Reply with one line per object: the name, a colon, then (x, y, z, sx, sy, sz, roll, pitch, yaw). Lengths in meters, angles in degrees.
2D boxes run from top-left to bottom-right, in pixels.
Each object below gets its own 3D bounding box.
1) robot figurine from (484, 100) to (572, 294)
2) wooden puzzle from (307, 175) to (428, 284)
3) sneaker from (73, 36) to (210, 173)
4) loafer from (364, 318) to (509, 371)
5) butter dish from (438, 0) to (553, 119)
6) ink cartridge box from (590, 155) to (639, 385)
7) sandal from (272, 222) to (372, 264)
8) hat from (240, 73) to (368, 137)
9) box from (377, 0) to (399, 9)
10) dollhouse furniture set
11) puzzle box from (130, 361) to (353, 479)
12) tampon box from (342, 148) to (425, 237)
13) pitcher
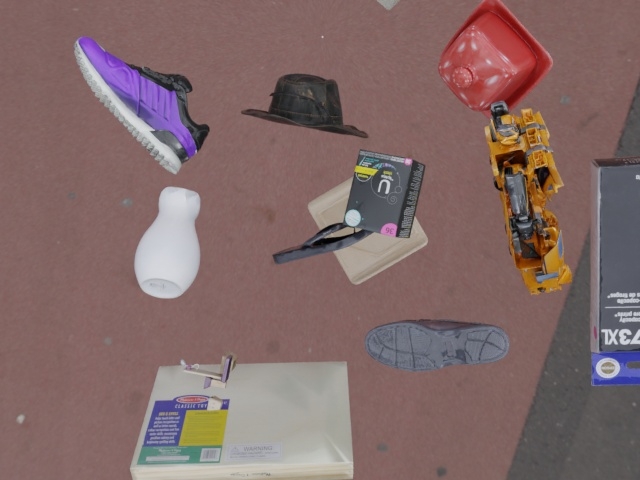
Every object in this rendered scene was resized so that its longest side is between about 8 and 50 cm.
robot figurine: (0.295, -0.061, 0.917, 0.085, 0.211, 0.291, -12, 140, 16)
wooden puzzle: (0.117, -0.043, 1.614, 0.221, 0.044, 0.238, -30, 90, 1)
sneaker: (-0.325, -0.279, 1.225, 0.146, 0.102, 0.293, -44, 106, -13)
loafer: (0.251, 0.221, 1.408, 0.303, 0.095, 0.109, -2, 96, 11)
butter dish: (0.255, -0.276, 1.041, 0.160, 0.118, 0.160, 52, 143, 8)
ink cartridge box: (0.490, 0.059, 0.943, 0.176, 0.069, 0.370, -3, 109, 12)
sandal: (-0.001, 0.000, 1.475, 0.255, 0.097, 0.054, -15, 95, 21)
hat: (-0.029, -0.350, 1.627, 0.331, 0.331, 0.133, 9, 101, -3)
box: (0.200, -0.677, 1.504, 0.094, 0.275, 0.113, 41, 64, 2)
dollhouse furniture set: (-0.194, 0.228, 1.107, 0.081, 0.114, 0.091, 11, 91, 2)
puzzle box: (-0.144, 0.353, 1.287, 0.409, 0.272, 0.052, -1, 122, 1)
tampon box: (0.133, -0.095, 1.343, 0.120, 0.101, 0.161, 14, 95, 25)
pitcher: (-0.307, 0.022, 1.329, 0.126, 0.207, 0.177, 9, 145, -8)
